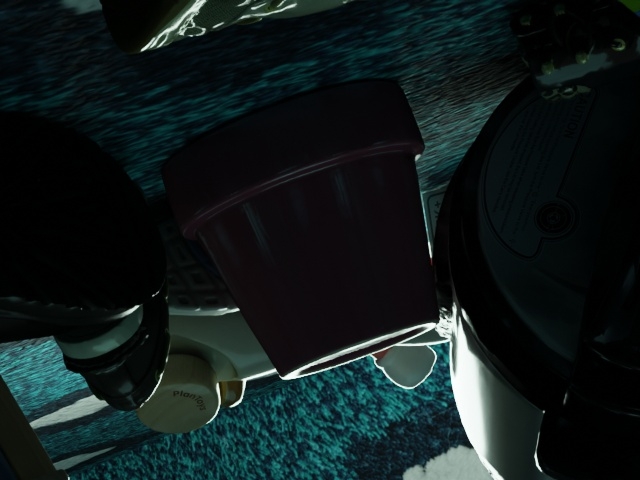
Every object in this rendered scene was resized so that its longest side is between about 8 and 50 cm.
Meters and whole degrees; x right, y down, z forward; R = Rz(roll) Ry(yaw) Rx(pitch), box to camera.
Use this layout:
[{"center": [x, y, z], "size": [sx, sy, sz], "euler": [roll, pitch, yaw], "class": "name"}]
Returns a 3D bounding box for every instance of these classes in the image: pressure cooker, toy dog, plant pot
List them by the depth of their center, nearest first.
[{"center": [0.000, 0.000, 1.315], "size": [0.201, 0.180, 0.201], "euler": [-19, 172, -3], "class": "plant pot"}, {"center": [0.288, 0.030, 1.446], "size": [0.375, 0.370, 0.420], "euler": [-21, 154, -6], "class": "pressure cooker"}, {"center": [-0.041, 0.053, 1.647], "size": [0.333, 0.220, 0.161], "euler": [-26, 141, -11], "class": "toy dog"}]

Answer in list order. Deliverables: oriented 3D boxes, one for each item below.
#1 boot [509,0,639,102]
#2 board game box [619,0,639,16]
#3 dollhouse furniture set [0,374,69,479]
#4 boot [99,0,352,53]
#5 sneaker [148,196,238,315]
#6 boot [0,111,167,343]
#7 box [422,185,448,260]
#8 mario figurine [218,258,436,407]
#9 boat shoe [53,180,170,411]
[{"center": [0.216, -0.155, 1.165], "size": [0.178, 0.085, 0.236], "euler": [-20, 172, 14], "class": "boot"}, {"center": [0.294, -0.220, 0.865], "size": [0.347, 0.078, 0.233], "euler": [-19, 174, 18], "class": "board game box"}, {"center": [-0.407, 0.205, 1.352], "size": [0.303, 0.198, 0.286], "euler": [-14, 152, -44], "class": "dollhouse furniture set"}, {"center": [0.009, -0.147, 0.766], "size": [0.165, 0.077, 0.213], "euler": [-14, 175, -30], "class": "boot"}, {"center": [-0.062, 0.015, 1.474], "size": [0.297, 0.111, 0.129], "euler": [-12, 163, -37], "class": "sneaker"}, {"center": [-0.286, 0.033, 1.032], "size": [0.260, 0.131, 0.348], "euler": [-29, 163, 33], "class": "boot"}, {"center": [0.273, -0.035, 1.832], "size": [0.290, 0.087, 0.169], "euler": [-16, 166, 33], "class": "box"}, {"center": [-0.004, 0.096, 1.863], "size": [0.320, 0.198, 0.170], "euler": [-17, 169, -29], "class": "mario figurine"}, {"center": [-0.145, 0.033, 1.192], "size": [0.081, 0.069, 0.228], "euler": [-21, -151, 6], "class": "boat shoe"}]
